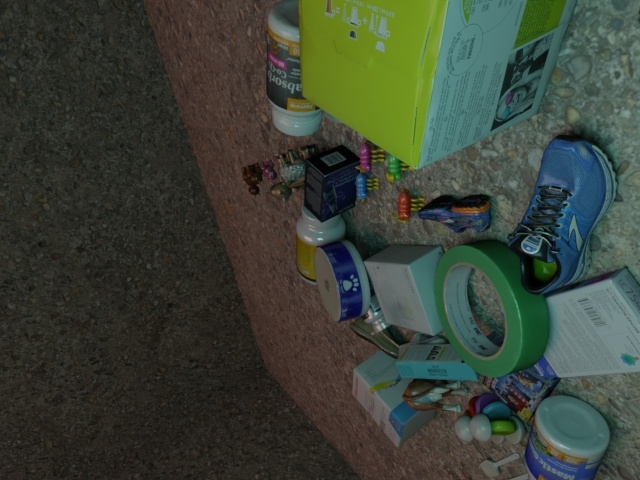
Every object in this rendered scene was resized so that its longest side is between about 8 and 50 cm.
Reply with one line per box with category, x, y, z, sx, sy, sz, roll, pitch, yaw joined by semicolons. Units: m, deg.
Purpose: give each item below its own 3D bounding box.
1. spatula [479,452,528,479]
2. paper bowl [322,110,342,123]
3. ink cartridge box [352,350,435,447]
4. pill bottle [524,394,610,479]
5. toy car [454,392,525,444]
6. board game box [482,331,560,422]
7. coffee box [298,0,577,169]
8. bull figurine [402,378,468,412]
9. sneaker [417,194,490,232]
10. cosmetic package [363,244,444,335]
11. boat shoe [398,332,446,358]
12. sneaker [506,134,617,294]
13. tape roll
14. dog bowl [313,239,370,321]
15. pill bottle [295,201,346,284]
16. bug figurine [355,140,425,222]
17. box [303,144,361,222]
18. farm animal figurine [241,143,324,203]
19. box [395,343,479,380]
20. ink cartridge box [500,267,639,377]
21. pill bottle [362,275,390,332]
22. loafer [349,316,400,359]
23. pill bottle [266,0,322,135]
spatula;0.617;0.764;1.357;0.168;0.019;0.242;51;152;27
paper bowl;0.075;-0.456;1.079;0.284;0.148;0.284;43;148;35
ink cartridge box;0.278;0.582;1.616;0.270;0.197;0.198;42;148;37
pill bottle;0.585;0.520;1.032;0.152;0.152;0.272;34;141;46
toy car;0.493;0.523;1.251;0.182;0.159;0.136;121;156;-61
board game box;0.507;0.349;1.125;0.194;0.060;0.194;44;149;38
coffee box;0.183;-0.386;0.722;0.337;0.334;0.338;43;148;36
bull figurine;0.360;0.465;1.348;0.188;0.310;0.101;-7;88;24
sneaker;0.328;-0.058;1.060;0.221;0.083;0.087;11;129;62
cosmetic package;0.275;0.140;1.279;0.224;0.138;0.224;-2;113;61
boat shoe;0.331;0.354;1.436;0.227;0.079;0.081;-49;45;51
sneaker;0.440;-0.030;0.792;0.129;0.147;0.330;29;138;50
tape roll;0.397;0.162;1.031;0.321;0.077;0.322;170;90;-74
dog bowl;0.067;0.136;1.434;0.265;0.104;0.265;166;90;-75
pill bottle;0.000;0.000;1.605;0.188;0.187;0.334;45;149;34
bug figurine;0.178;-0.175;1.239;0.279;0.072;0.216;34;142;47
box;0.036;-0.186;1.405;0.108;0.153;0.207;45;150;32
farm animal figurine;-0.107;-0.235;1.566;0.326;0.330;0.172;-12;102;35
box;0.357;0.363;1.273;0.244;0.100;0.060;-13;105;40
ink cartridge box;0.547;0.190;0.896;0.186;0.065;0.311;59;153;10
pill bottle;0.188;0.237;1.568;0.194;0.108;0.108;58;154;11
loafer;0.236;0.364;1.617;0.268;0.092;0.102;28;167;29
pill bottle;-0.048;-0.398;1.007;0.162;0.162;0.279;50;152;26
